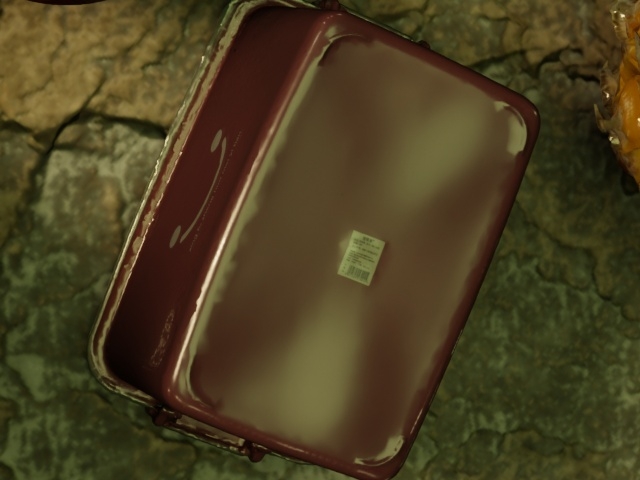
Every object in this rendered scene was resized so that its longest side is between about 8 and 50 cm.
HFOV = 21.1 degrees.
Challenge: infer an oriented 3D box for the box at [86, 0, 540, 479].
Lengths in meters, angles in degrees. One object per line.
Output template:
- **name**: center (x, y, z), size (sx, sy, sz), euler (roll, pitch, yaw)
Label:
- **box**: center (0.000, 0.000, 1.043), size (0.193, 0.167, 0.294), euler (23, 88, -20)

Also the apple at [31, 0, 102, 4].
- **apple**: center (-0.104, -0.285, 0.924), size (0.317, 0.288, 0.288), euler (-37, 105, 1)

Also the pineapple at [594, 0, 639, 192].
- **pineapple**: center (0.351, -0.117, 1.053), size (0.352, 0.352, 0.300), euler (16, 100, -18)
